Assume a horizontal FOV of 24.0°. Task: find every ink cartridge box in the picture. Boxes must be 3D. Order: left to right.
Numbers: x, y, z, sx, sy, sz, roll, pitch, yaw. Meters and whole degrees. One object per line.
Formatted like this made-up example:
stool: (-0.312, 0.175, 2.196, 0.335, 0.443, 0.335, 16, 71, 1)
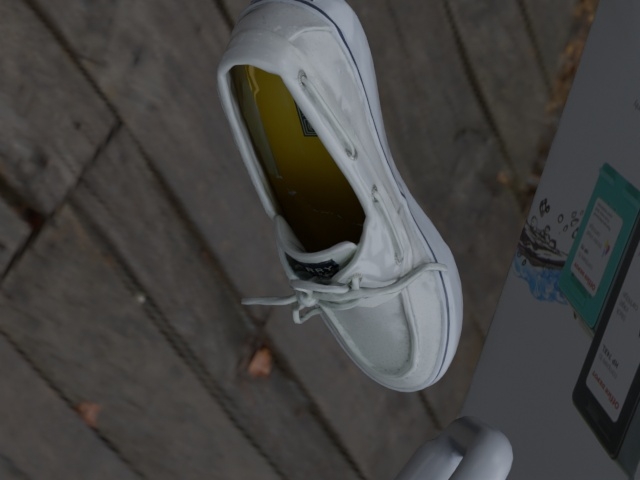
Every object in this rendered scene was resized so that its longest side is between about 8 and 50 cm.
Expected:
ink cartridge box: (0.204, 0.034, 0.602, 0.198, 0.197, 0.270, 6, 115, -19)

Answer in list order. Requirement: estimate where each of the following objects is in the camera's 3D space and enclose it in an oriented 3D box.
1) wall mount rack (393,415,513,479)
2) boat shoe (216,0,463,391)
wall mount rack: (0.036, 0.234, 0.421, 0.304, 0.350, 0.130, -52, 180, -5)
boat shoe: (0.007, -0.001, 1.137, 0.156, 0.136, 0.367, -58, 140, -46)
